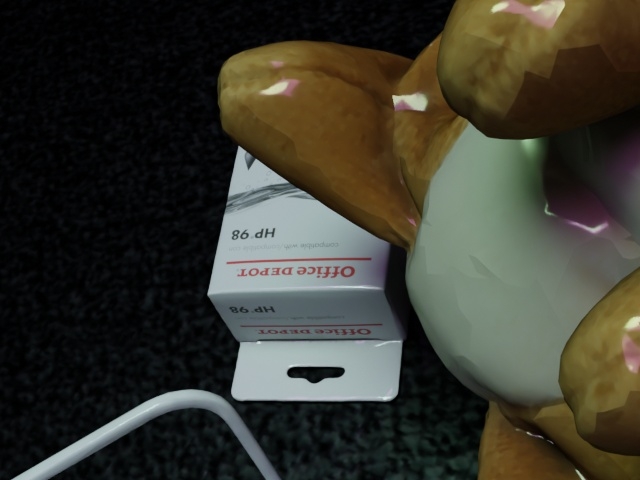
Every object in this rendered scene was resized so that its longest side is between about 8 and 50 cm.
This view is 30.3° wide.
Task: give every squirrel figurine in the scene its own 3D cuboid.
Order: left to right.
[{"bbox_3d":[0.220,-0.061,0.431,0.397,0.370,0.281,-7,64,-33],"label":"squirrel figurine"}]

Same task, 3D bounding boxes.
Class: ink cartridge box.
[{"bbox_3d":[0.000,0.000,0.687,0.104,0.060,0.180,-2,56,16],"label":"ink cartridge box"}]

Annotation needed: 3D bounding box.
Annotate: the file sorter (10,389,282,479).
[{"bbox_3d":[-0.046,0.225,0.437,0.192,0.173,0.278,-30,39,-3],"label":"file sorter"}]
